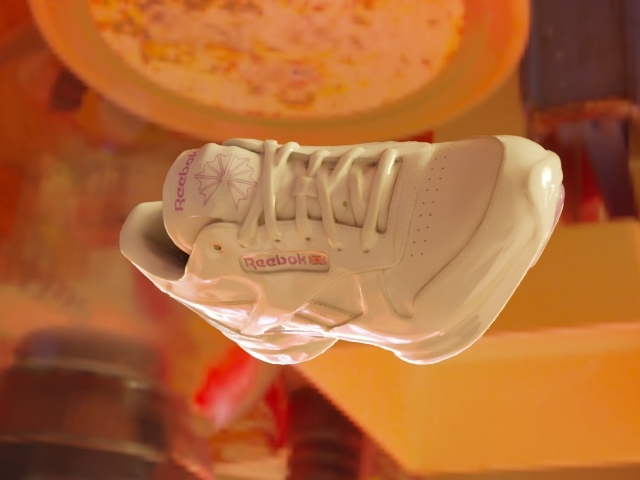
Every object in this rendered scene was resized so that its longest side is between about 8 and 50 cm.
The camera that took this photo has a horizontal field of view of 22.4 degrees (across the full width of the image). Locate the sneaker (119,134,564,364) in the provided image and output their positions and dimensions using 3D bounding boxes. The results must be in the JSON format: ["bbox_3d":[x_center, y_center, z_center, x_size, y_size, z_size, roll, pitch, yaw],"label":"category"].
[{"bbox_3d":[0.000,0.000,0.901,0.152,0.114,0.305,31,150,-30],"label":"sneaker"}]
